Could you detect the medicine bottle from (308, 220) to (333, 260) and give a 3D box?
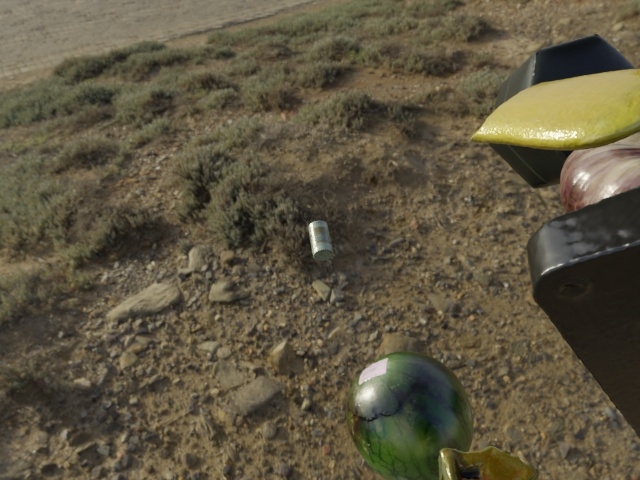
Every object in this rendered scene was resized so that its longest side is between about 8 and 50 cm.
[{"bbox_3d":[0.000,0.000,1.038,0.047,0.047,0.083,-7,54,-6],"label":"medicine bottle"}]

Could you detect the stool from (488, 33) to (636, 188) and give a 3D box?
[{"bbox_3d":[0.410,-0.207,0.763,0.232,0.141,0.232,1,84,-6],"label":"stool"}]

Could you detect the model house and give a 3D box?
[{"bbox_3d":[0.347,0.528,0.836,0.239,0.268,0.173,-3,-2,2],"label":"model house"}]

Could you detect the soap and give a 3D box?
[{"bbox_3d":[0.170,-0.095,0.342,0.089,0.033,0.168,-33,22,-16],"label":"soap"}]

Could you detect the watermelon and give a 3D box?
[{"bbox_3d":[0.245,0.480,1.242,0.363,0.363,0.363,-1,43,1],"label":"watermelon"}]

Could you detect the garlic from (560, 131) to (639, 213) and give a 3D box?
[{"bbox_3d":[0.399,-0.038,0.540,0.245,0.160,0.245,10,36,-7],"label":"garlic"}]

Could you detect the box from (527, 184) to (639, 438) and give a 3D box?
[{"bbox_3d":[0.327,0.079,0.356,0.211,0.350,0.058,-26,36,33],"label":"box"}]
